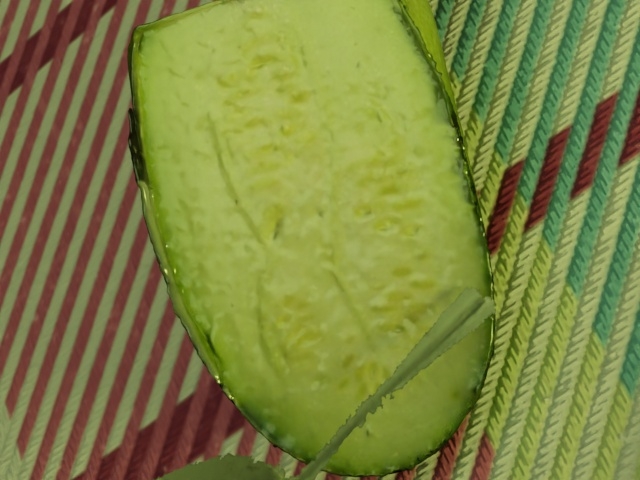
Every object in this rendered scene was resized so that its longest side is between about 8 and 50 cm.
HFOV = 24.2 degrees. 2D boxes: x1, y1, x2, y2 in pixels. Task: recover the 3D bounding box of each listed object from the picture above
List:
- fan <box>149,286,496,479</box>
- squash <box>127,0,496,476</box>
[{"bbox_3d":[-0.039,0.179,0.974,0.415,0.012,0.233,-47,43,-7],"label":"fan"},{"bbox_3d":[0.000,0.000,1.052,0.233,0.210,0.309,-15,59,11],"label":"squash"}]
